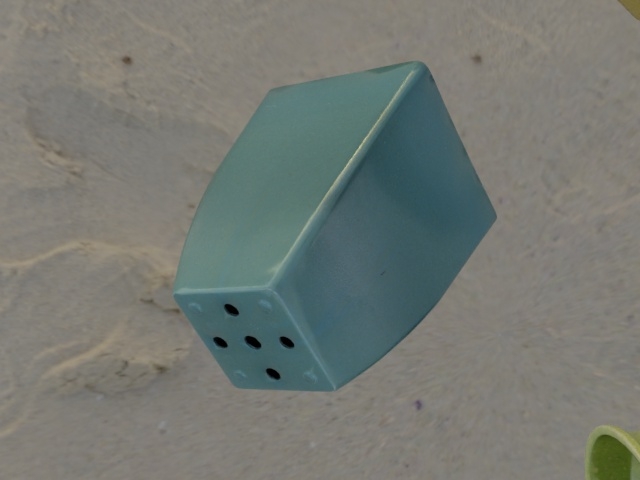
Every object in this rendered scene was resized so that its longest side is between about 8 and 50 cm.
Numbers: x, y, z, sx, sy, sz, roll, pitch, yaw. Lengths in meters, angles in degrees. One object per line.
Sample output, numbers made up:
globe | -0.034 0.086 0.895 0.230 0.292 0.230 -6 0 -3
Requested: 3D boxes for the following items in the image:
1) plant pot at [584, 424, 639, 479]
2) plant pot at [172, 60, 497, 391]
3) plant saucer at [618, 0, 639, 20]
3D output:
plant pot | 0.446 0.296 1.114 0.254 0.276 0.276 -14 83 -6
plant pot | 0.000 0.000 0.860 0.165 0.234 0.165 -4 128 39
plant saucer | 0.402 -0.395 1.098 0.333 0.333 0.081 -45 47 19
